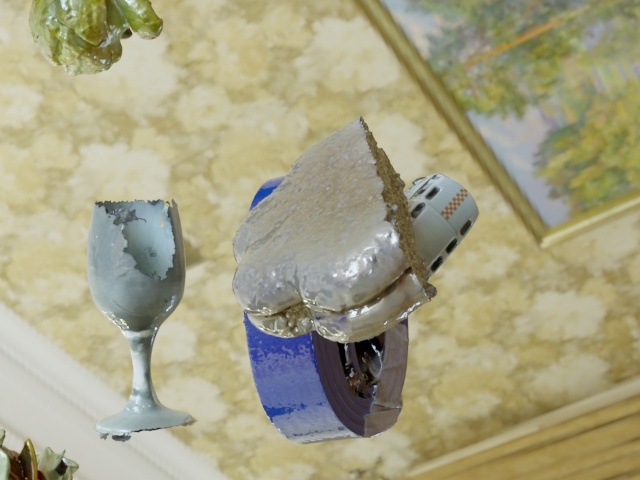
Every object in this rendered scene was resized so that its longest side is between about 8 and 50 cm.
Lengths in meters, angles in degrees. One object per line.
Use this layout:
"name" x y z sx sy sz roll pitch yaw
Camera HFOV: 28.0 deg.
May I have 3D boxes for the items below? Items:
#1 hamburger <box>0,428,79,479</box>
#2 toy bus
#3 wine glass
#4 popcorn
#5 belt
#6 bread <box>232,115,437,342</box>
"hamburger" -0.326 0.312 1.212 0.212 0.274 0.274 35 -144 -30
"toy bus" 0.097 0.006 1.394 0.087 0.089 0.194 46 -113 -7
"wine glass" -0.243 0.101 1.714 0.143 0.143 0.321 -19 -74 -67
"popcorn" -0.331 -0.332 1.899 0.198 0.212 0.198 -3 -90 -83
"belt" 0.007 0.080 1.626 0.212 0.117 0.347 8 -107 -52
"bread" 0.005 0.003 1.226 0.102 0.183 0.337 53 -168 -21
